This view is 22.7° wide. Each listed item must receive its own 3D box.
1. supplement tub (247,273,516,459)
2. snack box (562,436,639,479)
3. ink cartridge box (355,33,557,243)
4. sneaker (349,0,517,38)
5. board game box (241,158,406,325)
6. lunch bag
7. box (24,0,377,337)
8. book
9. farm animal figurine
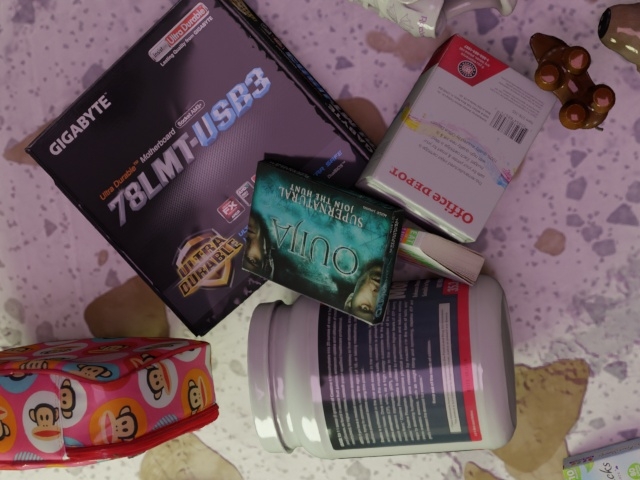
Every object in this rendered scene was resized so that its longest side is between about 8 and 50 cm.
[{"bbox_3d":[0.071,0.140,1.744,0.272,0.191,0.191,-5,105,10],"label":"supplement tub"},{"bbox_3d":[0.358,0.280,1.817,0.141,0.037,0.100,-17,101,14],"label":"snack box"},{"bbox_3d":[0.138,-0.100,1.664,0.128,0.127,0.176,32,84,-5],"label":"ink cartridge box"},{"bbox_3d":[0.063,-0.284,1.639,0.305,0.114,0.152,-1,68,11],"label":"sneaker"},{"bbox_3d":[0.000,0.000,1.684,0.186,0.026,0.126,22,111,35],"label":"board game box"},{"bbox_3d":[-0.267,0.169,1.783,0.293,0.258,0.120,-4,98,32],"label":"lunch bag"},{"bbox_3d":[-0.125,-0.093,1.775,0.295,0.073,0.293,-40,97,17],"label":"box"},{"bbox_3d":[0.091,0.002,1.700,0.096,0.144,0.035,28,83,-39],"label":"book"},{"bbox_3d":[0.373,-0.230,1.602,0.326,0.172,0.330,30,96,5],"label":"farm animal figurine"}]
